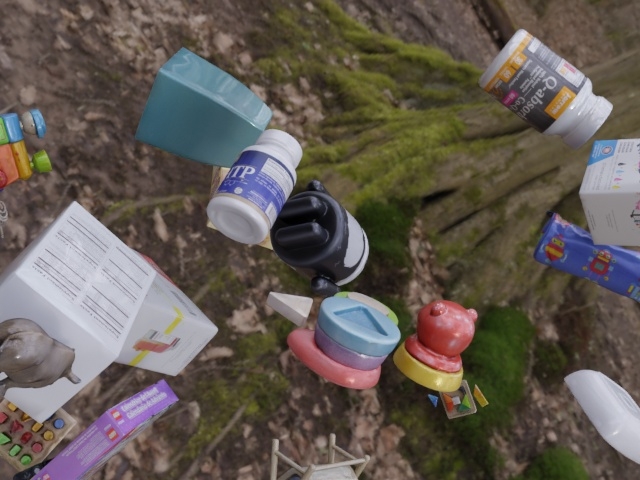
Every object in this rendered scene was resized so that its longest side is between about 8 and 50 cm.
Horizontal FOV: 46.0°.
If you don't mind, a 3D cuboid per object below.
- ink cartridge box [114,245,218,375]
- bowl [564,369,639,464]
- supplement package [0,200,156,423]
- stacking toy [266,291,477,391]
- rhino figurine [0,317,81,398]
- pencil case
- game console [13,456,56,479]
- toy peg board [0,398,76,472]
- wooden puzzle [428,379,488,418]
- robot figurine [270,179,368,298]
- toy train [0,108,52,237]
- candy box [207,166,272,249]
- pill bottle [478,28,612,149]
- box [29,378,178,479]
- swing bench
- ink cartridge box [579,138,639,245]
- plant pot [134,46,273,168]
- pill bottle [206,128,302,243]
[{"bbox_3d":[-0.433,0.133,1.660,0.279,0.160,0.385,43,-2,22],"label":"ink cartridge box"},{"bbox_3d":[0.455,0.265,1.166,0.142,0.053,0.142,33,20,-30],"label":"bowl"},{"bbox_3d":[-0.432,0.110,1.238,0.198,0.199,0.263,44,20,-18],"label":"supplement package"},{"bbox_3d":[0.086,0.119,1.247,0.309,0.130,0.279,8,22,-38],"label":"stacking toy"},{"bbox_3d":[-0.386,0.164,1.005,0.243,0.106,0.073,82,-16,-69],"label":"rhino figurine"},{"bbox_3d":[0.641,0.045,1.727,0.306,0.119,0.133,25,14,14],"label":"pencil case"},{"bbox_3d":[-0.570,0.528,1.585,0.107,0.071,0.122,-19,85,-38],"label":"game console"},{"bbox_3d":[-0.670,0.425,1.715,0.161,0.160,0.079,43,-22,-6],"label":"toy peg board"},{"bbox_3d":[0.295,0.343,1.626,0.014,0.116,0.078,-3,67,-64],"label":"wooden puzzle"},{"bbox_3d":[0.002,-0.002,1.614,0.173,0.209,0.278,30,-5,29],"label":"robot figurine"},{"bbox_3d":[-0.620,-0.142,1.549,0.105,0.143,0.248,26,-50,56],"label":"toy train"},{"bbox_3d":[-0.190,-0.128,1.975,0.183,0.087,0.316,20,34,-18],"label":"candy box"},{"bbox_3d":[0.519,-0.344,1.739,0.278,0.162,0.162,38,14,2],"label":"pill bottle"},{"bbox_3d":[-0.426,0.394,1.432,0.057,0.293,0.201,50,17,6],"label":"box"},{"bbox_3d":[-0.028,0.694,2.098,0.165,0.255,0.253,22,9,42],"label":"swing bench"},{"bbox_3d":[0.695,-0.102,1.587,0.168,0.232,0.171,58,47,-38],"label":"ink cartridge box"},{"bbox_3d":[-0.231,-0.256,1.571,0.234,0.166,0.165,26,30,-6],"label":"plant pot"},{"bbox_3d":[-0.106,-0.097,1.292,0.112,0.112,0.187,53,50,-36],"label":"pill bottle"}]
